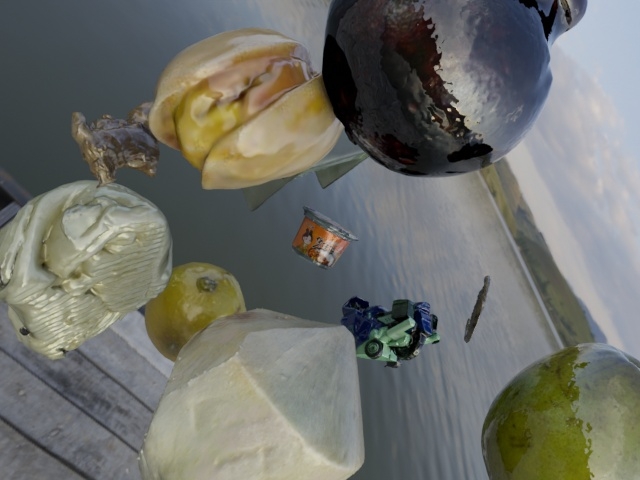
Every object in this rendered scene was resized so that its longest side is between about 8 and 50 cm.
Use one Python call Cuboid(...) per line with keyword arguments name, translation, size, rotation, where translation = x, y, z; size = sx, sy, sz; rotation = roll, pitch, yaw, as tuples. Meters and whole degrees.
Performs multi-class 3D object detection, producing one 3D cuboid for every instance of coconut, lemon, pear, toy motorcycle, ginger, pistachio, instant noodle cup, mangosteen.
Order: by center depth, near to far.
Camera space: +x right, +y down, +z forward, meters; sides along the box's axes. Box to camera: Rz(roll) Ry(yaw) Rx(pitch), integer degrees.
Cuboid(name="mangosteen", translation=(0.158, -0.227, 0.559), size=(0.297, 0.314, 0.296), rotation=(155, -90, -90))
Cuboid(name="pistachio", translation=(-0.089, -0.187, 0.662), size=(0.309, 0.230, 0.229), rotation=(-40, 105, -45))
Cuboid(name="pear", translation=(0.401, 0.310, 0.702), size=(0.253, 0.307, 0.253), rotation=(37, 13, -10))
Cuboid(name="ginger", translation=(-0.284, -0.172, 0.745), size=(0.122, 0.084, 0.290), rotation=(62, 24, -13))
Cuboid(name="coconut", translation=(-0.104, 0.290, 0.800), size=(0.344, 0.416, 0.415), rotation=(48, 26, -24))
Cuboid(name="lemon", translation=(-0.320, 0.188, 1.156), size=(0.283, 0.261, 0.260), rotation=(86, -3, -53))
Cuboid(name="toy motorcycle", translation=(0.152, 0.233, 1.196), size=(0.125, 0.331, 0.196), rotation=(30, 57, -33))
Cuboid(name="instant noodle cup", translation=(0.000, 0.000, 1.233), size=(0.178, 0.125, 0.208), rotation=(29, 5, -23))

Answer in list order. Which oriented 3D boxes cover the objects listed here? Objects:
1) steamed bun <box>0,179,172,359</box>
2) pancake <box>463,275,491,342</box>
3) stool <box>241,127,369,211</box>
Cuboid(name="steamed bun", translation=(-0.486, 0.029, 0.882), size=(0.237, 0.394, 0.347), rotation=(46, 11, 24))
Cuboid(name="pancake", translation=(0.418, 0.183, 1.200), size=(0.184, 0.020, 0.190), rotation=(8, 101, -73))
Cuboid(name="stool", translation=(-0.042, -0.211, 1.026), size=(0.244, 0.270, 0.170), rotation=(-23, 86, -36))
